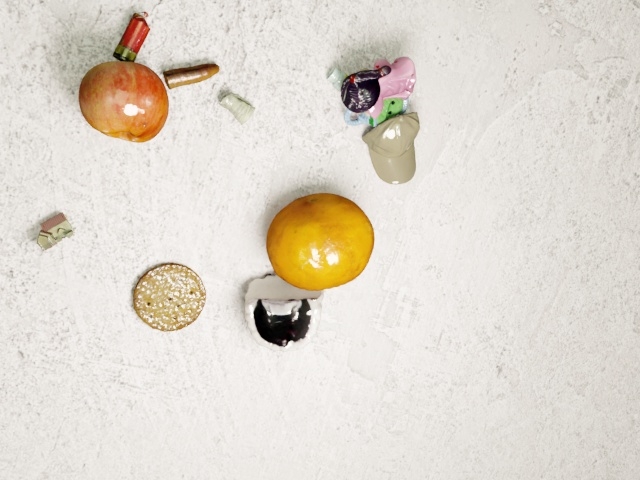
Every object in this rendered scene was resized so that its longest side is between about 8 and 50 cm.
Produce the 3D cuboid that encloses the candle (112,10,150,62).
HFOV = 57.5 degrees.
[{"bbox_3d":[-0.442,-0.483,1.382,0.052,0.052,0.130,25,91,-21],"label":"candle"}]

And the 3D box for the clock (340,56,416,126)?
[{"bbox_3d":[0.142,-0.380,1.533,0.196,0.100,0.194,-21,151,-22],"label":"clock"}]

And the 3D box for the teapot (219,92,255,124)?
[{"bbox_3d":[-0.213,-0.342,1.488,0.083,0.057,0.067,35,51,-18],"label":"teapot"}]

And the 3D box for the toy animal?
[{"bbox_3d":[-0.094,0.188,1.558,0.209,0.204,0.155,0,116,0],"label":"toy animal"}]

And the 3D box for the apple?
[{"bbox_3d":[-0.447,-0.312,1.332,0.210,0.209,0.164,0,88,-19],"label":"apple"}]

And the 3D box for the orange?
[{"bbox_3d":[0.000,0.000,1.501,0.284,0.284,0.225,-21,116,-14],"label":"orange"}]

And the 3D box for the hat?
[{"bbox_3d":[0.225,-0.250,1.617,0.166,0.144,0.173,-26,91,-14],"label":"hat"}]

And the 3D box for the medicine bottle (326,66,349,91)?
[{"bbox_3d":[0.059,-0.423,1.562,0.083,0.047,0.047,36,88,-22],"label":"medicine bottle"}]

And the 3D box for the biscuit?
[{"bbox_3d":[-0.396,0.150,1.535,0.188,0.027,0.187,-4,103,-18],"label":"biscuit"}]

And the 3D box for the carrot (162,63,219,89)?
[{"bbox_3d":[-0.314,-0.408,1.441,0.139,0.048,0.048,-17,106,-16],"label":"carrot"}]

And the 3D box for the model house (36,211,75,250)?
[{"bbox_3d":[-0.643,-0.022,1.403,0.083,0.057,0.058,-30,113,-9],"label":"model house"}]
